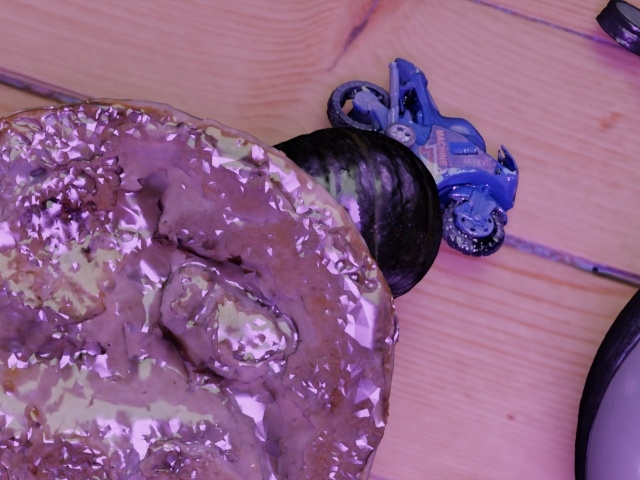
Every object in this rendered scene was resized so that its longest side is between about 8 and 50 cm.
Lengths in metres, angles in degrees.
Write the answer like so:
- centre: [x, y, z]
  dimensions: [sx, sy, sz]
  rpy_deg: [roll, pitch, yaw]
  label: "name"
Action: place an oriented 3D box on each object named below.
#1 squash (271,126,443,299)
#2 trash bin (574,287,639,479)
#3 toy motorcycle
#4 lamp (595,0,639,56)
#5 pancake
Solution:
- centre: [-0.002, -0.005, 1.177]
  dimensions: [0.193, 0.193, 0.155]
  rpy_deg: [9, 75, -5]
  label: "squash"
- centre: [0.394, 0.174, 1.095]
  dimensions: [0.432, 0.280, 0.280]
  rpy_deg: [30, 57, 4]
  label: "trash bin"
- centre: [0.097, -0.071, 1.313]
  dimensions: [0.114, 0.076, 0.205]
  rpy_deg: [-27, 64, -35]
  label: "toy motorcycle"
- centre: [0.313, -0.062, 1.352]
  dimensions: [0.130, 0.108, 0.371]
  rpy_deg: [5, 43, -42]
  label: "lamp"
- centre: [-0.138, 0.086, 1.058]
  dimensions: [0.387, 0.082, 0.386]
  rpy_deg: [0, 92, -5]
  label: "pancake"
